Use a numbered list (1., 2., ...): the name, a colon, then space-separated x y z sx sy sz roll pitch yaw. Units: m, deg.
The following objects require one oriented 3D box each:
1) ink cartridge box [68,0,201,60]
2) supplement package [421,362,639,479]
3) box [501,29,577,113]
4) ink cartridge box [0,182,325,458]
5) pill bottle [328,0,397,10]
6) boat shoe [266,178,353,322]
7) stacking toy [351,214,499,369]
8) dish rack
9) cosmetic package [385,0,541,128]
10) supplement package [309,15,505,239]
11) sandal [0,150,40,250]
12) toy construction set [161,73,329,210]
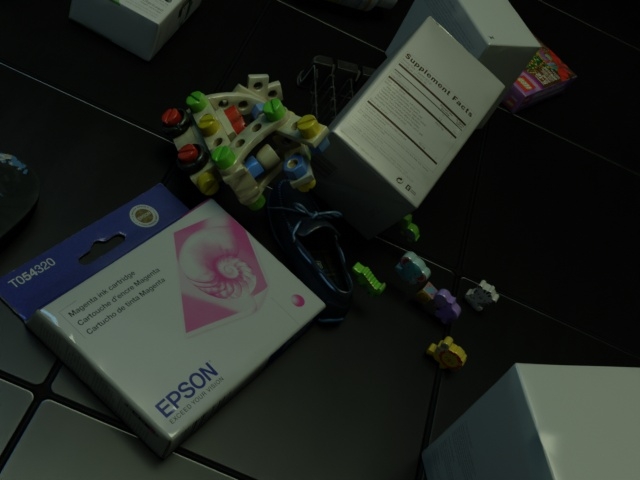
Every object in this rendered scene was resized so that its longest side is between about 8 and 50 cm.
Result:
1. ink cartridge box: -0.316 -0.440 1.540 0.160 0.092 0.219 28 47 -3
2. supplement package: 0.289 0.305 1.094 0.198 0.262 0.199 5 52 -22
3. box: 0.392 -0.415 1.886 0.201 0.057 0.293 -25 67 -38
4. ink cartridge box: -0.211 0.075 1.182 0.330 0.071 0.324 42 48 9
5. pill bottle: 0.057 -0.546 1.791 0.215 0.117 0.117 10 49 -18
6. boat shoe: 0.000 0.000 1.329 0.109 0.089 0.258 -10 59 -32
7. stacking toy: 0.169 0.072 1.347 0.221 0.052 0.167 46 46 -4
8. dish rack: 0.069 -0.213 1.556 0.208 0.074 0.271 10 51 -17
9. cosmetic package: 0.268 -0.370 1.672 0.138 0.224 0.224 -7 57 -30
10. supplement package: 0.125 -0.179 1.394 0.175 0.177 0.293 41 62 -6
11. sandal: -0.495 0.024 1.056 0.168 0.107 0.445 23 48 -5
12. toy construction set: -0.118 -0.169 1.329 0.151 0.215 0.327 56 4 -31
